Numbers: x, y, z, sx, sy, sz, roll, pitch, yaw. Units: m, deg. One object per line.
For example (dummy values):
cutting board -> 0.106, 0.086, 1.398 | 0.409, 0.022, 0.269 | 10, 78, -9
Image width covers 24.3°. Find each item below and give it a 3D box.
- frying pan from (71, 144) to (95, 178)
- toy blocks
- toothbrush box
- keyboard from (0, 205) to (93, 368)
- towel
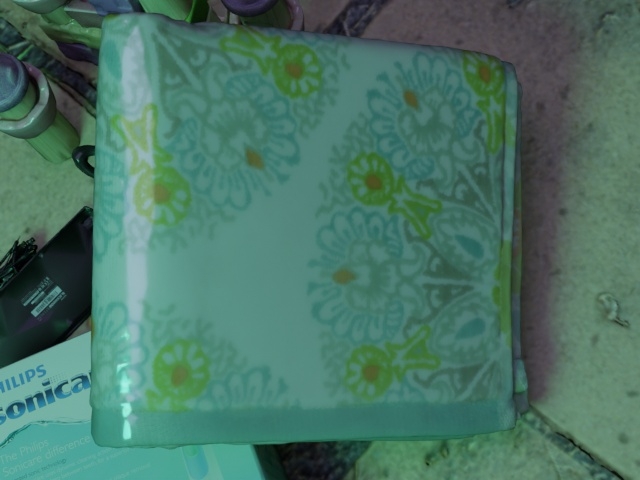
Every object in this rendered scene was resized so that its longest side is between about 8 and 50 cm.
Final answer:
frying pan -> -0.047, 0.015, 1.237 | 0.326, 0.053, 0.197 | -2, 98, -19
toy blocks -> -0.147, -0.227, 1.300 | 0.289, 0.260, 0.308 | 10, 75, 15
toothbrush box -> -0.138, 0.220, 1.223 | 0.216, 0.126, 0.295 | -24, 70, 3
keyboard -> -0.259, 0.047, 1.363 | 0.192, 0.038, 0.100 | -45, 93, -6
towel -> 0.000, 0.000, 1.165 | 0.375, 0.090, 0.320 | 2, 84, -29
